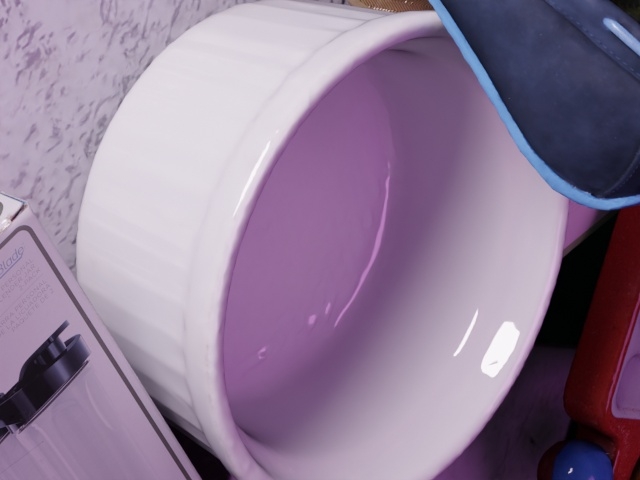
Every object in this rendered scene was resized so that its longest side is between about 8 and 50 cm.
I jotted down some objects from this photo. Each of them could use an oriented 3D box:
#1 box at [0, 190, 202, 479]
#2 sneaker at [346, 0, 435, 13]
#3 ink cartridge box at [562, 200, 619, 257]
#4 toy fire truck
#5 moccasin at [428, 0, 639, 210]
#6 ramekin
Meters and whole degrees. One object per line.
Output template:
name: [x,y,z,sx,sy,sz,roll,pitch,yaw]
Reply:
box: [-0.163,0.121,0.877,0.169,0.087,0.290,-48,136,-22]
sneaker: [0.063,-0.151,1.047,0.118,0.067,0.042,3,109,-17]
ink cartridge box: [0.142,-0.086,1.112,0.171,0.056,0.235,-35,139,-32]
toy fire truck: [0.247,0.112,1.255,0.254,0.169,0.302,13,98,-48]
moccasin: [0.097,-0.183,0.869,0.137,0.117,0.342,-33,85,-42]
ramekin: [0.000,0.000,0.965,0.277,0.135,0.277,-22,122,-40]
